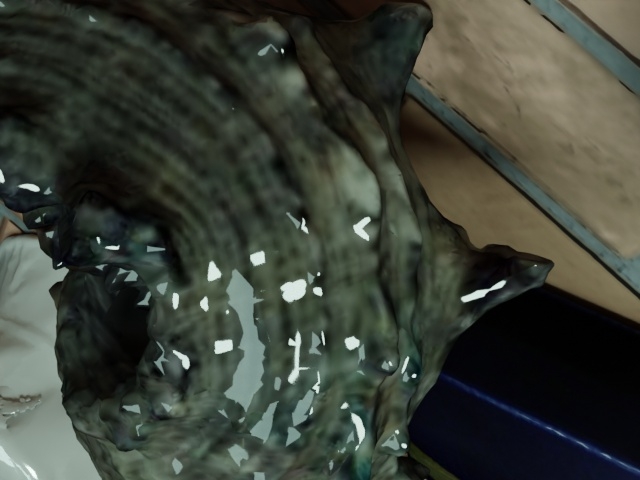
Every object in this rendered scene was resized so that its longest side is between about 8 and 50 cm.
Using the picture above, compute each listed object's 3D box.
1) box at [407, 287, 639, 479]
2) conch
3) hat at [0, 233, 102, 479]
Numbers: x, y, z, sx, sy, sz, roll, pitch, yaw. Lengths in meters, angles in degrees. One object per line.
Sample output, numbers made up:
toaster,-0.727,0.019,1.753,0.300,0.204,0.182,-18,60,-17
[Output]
box,0.123,0.135,0.856,0.168,0.071,0.259,25,148,31
conch,-0.047,-0.006,0.756,0.240,0.186,0.313,-9,112,60
hat,-0.169,0.105,1.128,0.203,0.126,0.203,35,152,21
